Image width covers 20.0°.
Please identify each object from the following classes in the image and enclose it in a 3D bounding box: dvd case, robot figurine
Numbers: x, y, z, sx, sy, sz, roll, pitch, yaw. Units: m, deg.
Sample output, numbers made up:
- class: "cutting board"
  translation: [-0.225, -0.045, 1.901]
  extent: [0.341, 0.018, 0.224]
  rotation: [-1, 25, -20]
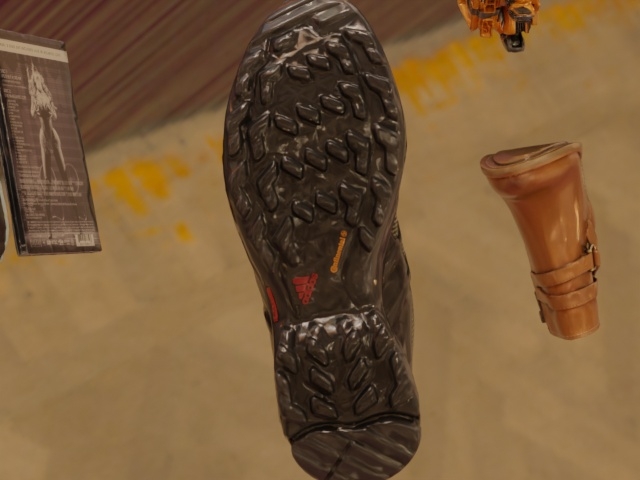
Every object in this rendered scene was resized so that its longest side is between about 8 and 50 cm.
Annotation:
- class: "dvd case"
  translation: [-0.275, -0.095, 1.787]
  extent: [0.164, 0.018, 0.221]
  rotation: [-3, 82, -72]
- class: "robot figurine"
  translation: [0.188, -0.349, 2.027]
  extent: [0.085, 0.211, 0.291]
  rotation: [-4, 52, -4]

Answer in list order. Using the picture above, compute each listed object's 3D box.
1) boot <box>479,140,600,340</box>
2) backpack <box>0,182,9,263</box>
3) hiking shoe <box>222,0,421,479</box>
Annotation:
- class: "boot"
  translation: [0.182, 0.003, 1.409]
  extent: [0.197, 0.073, 0.152]
  rotation: [-3, 86, -68]
- class: "backpack"
  translation: [-0.416, -0.066, 1.527]
  extent: [0.290, 0.273, 0.355]
  rotation: [-47, 112, -32]
- class: "hiking shoe"
  translation: [0.000, 0.000, 0.856]
  extent: [0.086, 0.114, 0.226]
  rotation: [-3, 87, -1]
